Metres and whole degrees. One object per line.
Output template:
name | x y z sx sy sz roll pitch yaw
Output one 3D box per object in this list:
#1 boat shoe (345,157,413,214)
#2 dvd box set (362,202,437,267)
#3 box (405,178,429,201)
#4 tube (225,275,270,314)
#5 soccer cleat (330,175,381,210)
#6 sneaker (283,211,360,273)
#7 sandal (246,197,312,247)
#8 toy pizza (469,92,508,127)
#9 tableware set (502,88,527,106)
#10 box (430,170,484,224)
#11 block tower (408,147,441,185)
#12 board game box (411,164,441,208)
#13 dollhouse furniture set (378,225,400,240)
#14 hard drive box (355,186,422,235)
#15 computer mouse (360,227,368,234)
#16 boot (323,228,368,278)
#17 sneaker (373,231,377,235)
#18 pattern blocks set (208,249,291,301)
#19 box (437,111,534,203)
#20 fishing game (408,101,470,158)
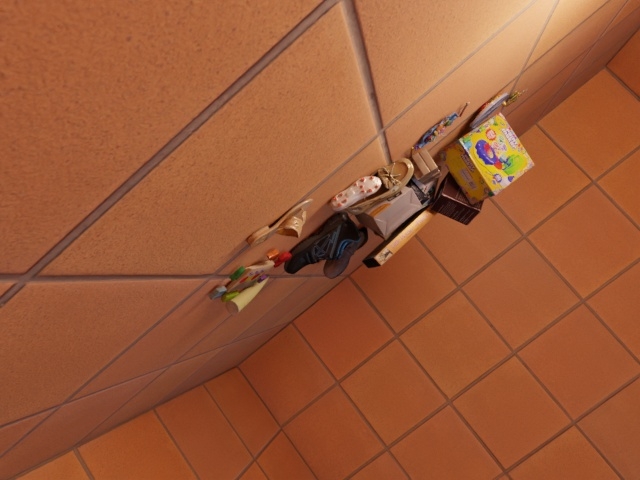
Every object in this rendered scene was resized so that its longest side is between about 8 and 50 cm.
boat shoe | 0.205 -0.189 1.613 0.285 0.104 0.089 -39 167 13
dvd box set | 0.415 -0.017 2.407 0.420 0.062 0.307 -42 180 -8
box | 0.357 -0.201 1.908 0.093 0.158 0.156 -44 169 23
tube | -0.280 0.211 1.789 0.070 0.062 0.240 2 -160 23
soccer cleat | 0.117 -0.161 1.561 0.196 0.068 0.076 -29 172 -11
sneaker | 0.002 0.038 1.783 0.341 0.139 0.125 -40 171 14
sandal | -0.097 -0.031 1.343 0.240 0.079 0.088 -34 168 -23
toy pizza | 0.709 -0.556 1.929 0.201 0.032 0.201 -39 171 -7
tableware set | 0.898 -0.666 2.129 0.154 0.024 0.104 -32 171 -34
box | 0.675 -0.210 2.204 0.167 0.203 0.168 103 13 -68
block tower | 0.429 -0.297 1.869 0.091 0.097 0.335 -32 172 16
board game box | 0.473 -0.240 2.163 0.305 0.053 0.192 -26 131 -48
dollhouse furniture set | 0.371 -0.140 2.382 0.259 0.135 0.262 -50 169 0
hard drive box | 0.241 -0.127 1.720 0.181 0.089 0.232 -38 -157 -7
computer mouse | 0.183 0.031 2.513 0.189 0.072 0.272 -26 163 -45
boot | 0.083 0.071 2.308 0.338 0.118 0.223 -55 160 22
sneaker | 0.402 -0.090 2.695 0.222 0.083 0.118 -37 169 -11
pattern blocks set | -0.249 0.124 1.617 0.285 0.026 0.325 -40 169 10
box | 0.746 -0.369 2.054 0.279 0.289 0.177 -35 -178 -20
fishing game | 0.442 -0.402 1.685 0.264 0.041 0.189 -39 172 0
